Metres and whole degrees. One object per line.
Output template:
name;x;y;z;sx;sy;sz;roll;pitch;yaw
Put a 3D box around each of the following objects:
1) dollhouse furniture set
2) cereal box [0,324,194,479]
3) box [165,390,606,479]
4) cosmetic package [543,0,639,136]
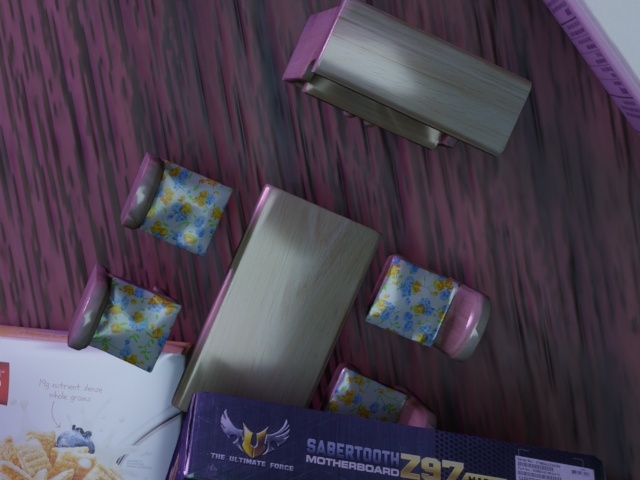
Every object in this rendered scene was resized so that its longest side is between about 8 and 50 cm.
dollhouse furniture set;0.000;0.000;0.795;0.212;0.161;0.242;23;92;-11
cereal box;-0.175;0.177;0.909;0.173;0.047;0.240;4;97;3
box;0.023;0.172;0.813;0.233;0.059;0.183;11;140;-7
cosmetic package;0.164;-0.177;0.783;0.113;0.160;0.309;-36;93;9
